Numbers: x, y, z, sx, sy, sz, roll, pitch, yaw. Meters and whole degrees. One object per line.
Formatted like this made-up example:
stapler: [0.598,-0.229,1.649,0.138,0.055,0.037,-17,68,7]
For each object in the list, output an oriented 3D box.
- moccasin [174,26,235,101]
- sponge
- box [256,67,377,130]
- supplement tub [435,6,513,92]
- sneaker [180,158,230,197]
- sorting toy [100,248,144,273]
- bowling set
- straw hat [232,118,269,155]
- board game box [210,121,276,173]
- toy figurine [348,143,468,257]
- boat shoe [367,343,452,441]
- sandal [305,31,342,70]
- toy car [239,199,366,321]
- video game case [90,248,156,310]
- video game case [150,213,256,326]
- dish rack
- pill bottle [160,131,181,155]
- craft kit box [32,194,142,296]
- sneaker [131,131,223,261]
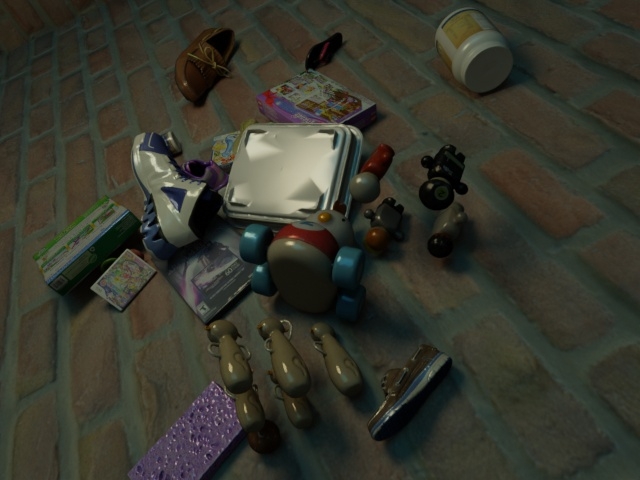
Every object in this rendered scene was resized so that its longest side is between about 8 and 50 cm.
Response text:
moccasin: [-0.385,-0.617,1.541,0.146,0.139,0.380,-8,42,25]
sponge: [-0.224,0.364,0.784,0.117,0.031,0.210,30,69,35]
box: [-0.016,-0.365,1.229,0.200,0.057,0.293,-34,52,-19]
supplement tub: [0.391,-0.487,1.143,0.144,0.144,0.200,-17,50,6]
sneaker: [-0.352,-0.167,1.193,0.236,0.105,0.095,-4,54,19]
sorting toy: [-0.489,0.050,1.103,0.101,0.061,0.042,-16,45,-23]
bowling set: [-0.093,0.237,0.747,0.200,0.286,0.154,-55,41,18]
straw hat: [-0.188,-0.294,1.211,0.144,0.061,0.145,-9,51,11]
board game box: [-0.207,-0.259,1.255,0.201,0.035,0.136,-13,51,10]
toy figurine: [0.172,-0.069,0.857,0.212,0.210,0.148,8,46,25]
boat shoe: [0.135,0.245,0.731,0.183,0.066,0.066,-37,45,-23]
sandal: [0.018,-0.602,1.421,0.040,0.067,0.179,36,69,25]
toy car: [0.000,0.000,0.875,0.219,0.210,0.238,13,53,17]
video game case: [-0.465,0.092,1.057,0.087,0.011,0.122,39,68,-8]
video game case: [-0.257,0.052,1.042,0.196,0.026,0.274,-43,53,-15]
dish rack: [-0.081,-0.160,1.056,0.332,0.072,0.286,7,77,26]
pill bottle: [-0.490,-0.276,1.349,0.120,0.067,0.067,-24,50,1]
craft kit box: [-0.603,0.001,1.146,0.250,0.061,0.246,-47,40,-17]
sneaker: [-0.332,-0.118,1.075,0.182,0.127,0.316,-18,71,6]
